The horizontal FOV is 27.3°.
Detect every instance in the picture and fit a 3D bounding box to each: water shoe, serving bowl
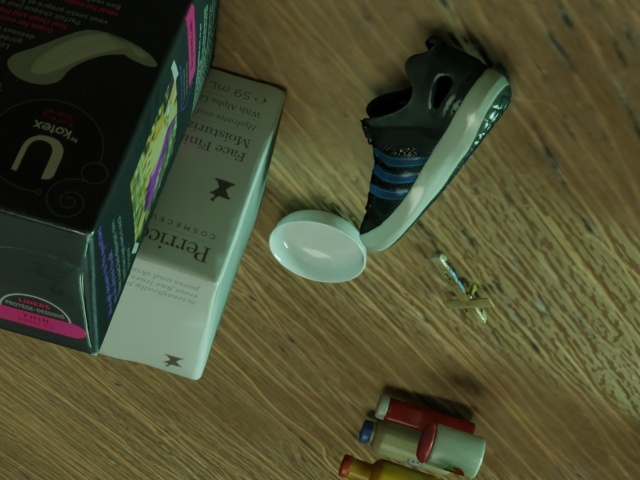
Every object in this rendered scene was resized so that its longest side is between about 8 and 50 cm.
[{"bbox_3d":[0.066,-0.071,0.955,0.080,0.073,0.203,40,140,4],"label":"water shoe"},{"bbox_3d":[0.000,0.000,1.098,0.083,0.027,0.083,11,145,8],"label":"serving bowl"}]

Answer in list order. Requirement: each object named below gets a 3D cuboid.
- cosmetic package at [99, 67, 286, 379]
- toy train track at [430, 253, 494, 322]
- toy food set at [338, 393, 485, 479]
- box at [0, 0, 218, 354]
[{"bbox_3d":[-0.128,-0.023,0.983,0.151,0.183,0.151,17,145,-1],"label":"cosmetic package"},{"bbox_3d":[0.119,0.038,1.115,0.048,0.014,0.083,-6,134,40],"label":"toy train track"},{"bbox_3d":[0.085,0.215,1.271,0.105,0.111,0.232,18,176,-1],"label":"toy food set"},{"bbox_3d":[-0.175,-0.090,0.834,0.165,0.270,0.143,16,145,2],"label":"box"}]
